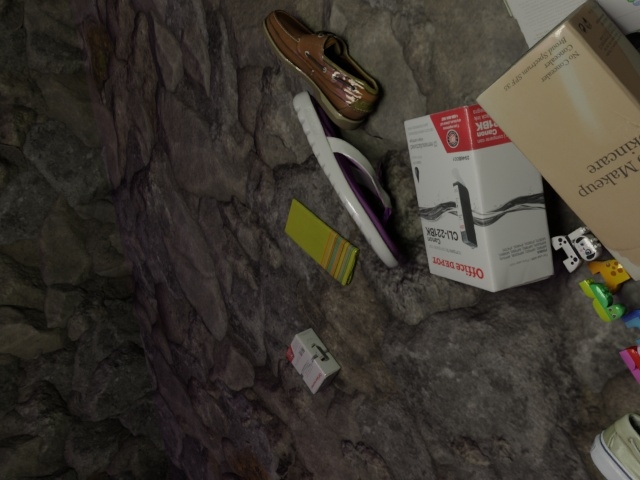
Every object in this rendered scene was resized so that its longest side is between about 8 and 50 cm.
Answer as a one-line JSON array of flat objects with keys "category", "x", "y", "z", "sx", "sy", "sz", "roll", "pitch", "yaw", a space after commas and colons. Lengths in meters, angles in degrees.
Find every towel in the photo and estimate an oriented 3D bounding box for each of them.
[{"category": "towel", "x": 0.000, "y": 0.000, "z": 1.317, "sx": 0.237, "sy": 0.021, "sz": 0.102, "roll": 41, "pitch": 127, "yaw": 34}]

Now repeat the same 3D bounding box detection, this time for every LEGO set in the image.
[{"category": "LEGO set", "x": 0.436, "y": 0.067, "z": 0.772, "sx": 0.093, "sy": 0.087, "sz": 0.227, "roll": -46, "pitch": 63, "yaw": 45}]

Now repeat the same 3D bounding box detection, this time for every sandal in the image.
[{"category": "sandal", "x": 0.069, "y": -0.141, "z": 1.102, "sx": 0.102, "sy": 0.169, "sz": 0.416, "roll": -31, "pitch": 77, "yaw": 10}]

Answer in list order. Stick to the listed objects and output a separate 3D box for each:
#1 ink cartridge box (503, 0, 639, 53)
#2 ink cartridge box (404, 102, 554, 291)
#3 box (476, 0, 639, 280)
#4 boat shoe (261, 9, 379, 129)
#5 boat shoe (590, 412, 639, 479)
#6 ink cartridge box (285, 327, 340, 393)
[{"category": "ink cartridge box", "x": 0.333, "y": -0.334, "z": 0.688, "sx": 0.188, "sy": 0.097, "sz": 0.255, "roll": -13, "pitch": 133, "yaw": 37}, {"category": "ink cartridge box", "x": 0.243, "y": -0.072, "z": 0.870, "sx": 0.197, "sy": 0.114, "sz": 0.273, "roll": -163, "pitch": 60, "yaw": -72}, {"category": "box", "x": 0.360, "y": -0.120, "z": 0.680, "sx": 0.311, "sy": 0.121, "sz": 0.148, "roll": 47, "pitch": 138, "yaw": 0}, {"category": "boat shoe", "x": 0.006, "y": -0.366, "z": 1.101, "sx": 0.307, "sy": 0.110, "sz": 0.104, "roll": 50, "pitch": 134, "yaw": 11}, {"category": "boat shoe", "x": 0.525, "y": 0.378, "z": 0.771, "sx": 0.302, "sy": 0.109, "sz": 0.094, "roll": 43, "pitch": 132, "yaw": 35}, {"category": "ink cartridge box", "x": -0.021, "y": 0.313, "z": 1.435, "sx": 0.135, "sy": 0.056, "sz": 0.099, "roll": 51, "pitch": 138, "yaw": 24}]
